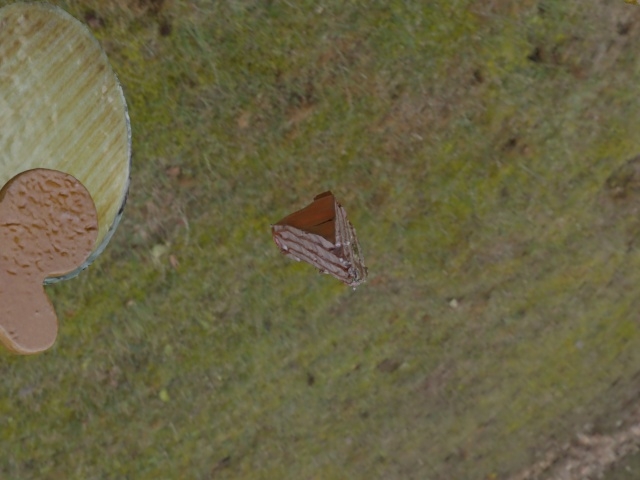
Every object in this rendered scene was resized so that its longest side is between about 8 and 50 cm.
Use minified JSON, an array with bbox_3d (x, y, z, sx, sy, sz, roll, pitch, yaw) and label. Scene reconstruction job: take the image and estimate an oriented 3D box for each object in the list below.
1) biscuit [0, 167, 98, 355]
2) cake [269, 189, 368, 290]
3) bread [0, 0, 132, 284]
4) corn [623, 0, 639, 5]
[{"bbox_3d":[-0.273,0.027,0.771,0.250,0.036,0.165,-43,106,-39],"label":"biscuit"},{"bbox_3d":[0.002,0.006,1.586,0.135,0.287,0.098,-20,111,-4],"label":"cake"},{"bbox_3d":[-0.267,-0.090,0.949,0.267,0.040,0.267,1,90,-64],"label":"bread"},{"bbox_3d":[0.299,-0.322,0.734,0.144,0.144,0.387,-15,148,-22],"label":"corn"}]
